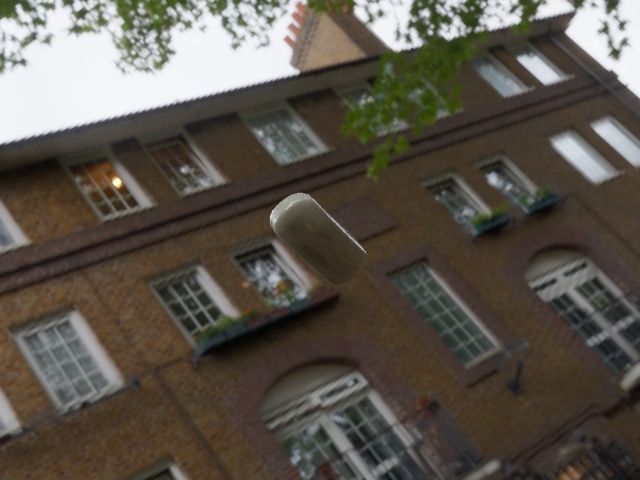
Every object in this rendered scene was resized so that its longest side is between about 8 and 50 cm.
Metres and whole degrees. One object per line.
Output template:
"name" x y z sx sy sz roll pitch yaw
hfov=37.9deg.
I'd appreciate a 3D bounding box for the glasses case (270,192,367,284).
"glasses case" 0.000 0.000 0.591 0.032 0.021 0.083 -40 -48 8
